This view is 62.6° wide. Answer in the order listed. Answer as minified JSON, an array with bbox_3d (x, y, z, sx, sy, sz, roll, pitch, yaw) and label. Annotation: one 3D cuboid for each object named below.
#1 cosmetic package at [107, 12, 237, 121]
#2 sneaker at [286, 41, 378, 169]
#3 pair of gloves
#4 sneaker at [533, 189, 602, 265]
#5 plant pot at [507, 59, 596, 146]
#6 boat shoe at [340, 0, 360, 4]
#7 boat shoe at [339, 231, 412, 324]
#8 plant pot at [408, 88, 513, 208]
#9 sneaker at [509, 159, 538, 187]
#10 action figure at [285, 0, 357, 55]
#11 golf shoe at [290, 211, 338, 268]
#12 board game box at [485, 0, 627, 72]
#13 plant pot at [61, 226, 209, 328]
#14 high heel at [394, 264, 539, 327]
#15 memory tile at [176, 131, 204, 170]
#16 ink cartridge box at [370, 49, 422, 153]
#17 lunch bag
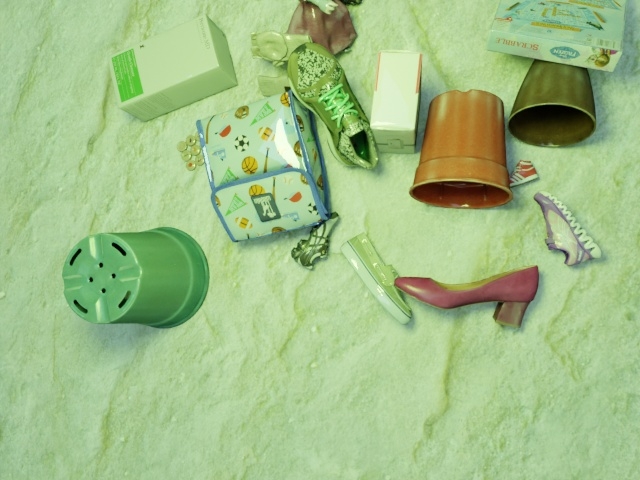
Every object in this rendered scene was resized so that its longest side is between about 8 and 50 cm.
[{"bbox_3d":[-0.479,-0.554,1.713,0.366,0.155,0.196,-19,79,13],"label":"cosmetic package"},{"bbox_3d":[0.062,-0.356,1.442,0.158,0.410,0.182,-39,35,-2],"label":"sneaker"},{"bbox_3d":[-0.112,-0.519,1.586,0.204,0.240,0.042,13,54,15],"label":"pair of gloves"},{"bbox_3d":[0.648,-0.027,1.429,0.104,0.095,0.236,-38,79,17],"label":"sneaker"},{"bbox_3d":[0.631,-0.405,1.413,0.215,0.215,0.230,10,73,15],"label":"plant pot"},{"bbox_3d":[0.100,-0.773,1.609,0.285,0.103,0.092,-19,77,6],"label":"boat shoe"},{"bbox_3d":[0.175,0.106,1.530,0.094,0.109,0.302,-40,76,7],"label":"boat shoe"},{"bbox_3d":[0.388,-0.247,1.431,0.273,0.272,0.265,4,80,14],"label":"plant pot"},{"bbox_3d":[0.547,-0.186,1.486,0.119,0.042,0.067,-19,86,5],"label":"sneaker"},{"bbox_3d":[-0.011,-0.723,1.524,0.276,0.370,0.248,21,52,29],"label":"action figure"},{"bbox_3d":[0.000,0.000,1.606,0.094,0.077,0.198,42,99,-4],"label":"golf shoe"},{"bbox_3d":[0.633,-0.594,1.399,0.319,0.066,0.318,17,57,15],"label":"board game box"},{"bbox_3d":[-0.565,0.113,1.599,0.341,0.334,0.341,-1,86,13],"label":"plant pot"},{"bbox_3d":[0.402,0.108,1.455,0.377,0.127,0.181,14,100,-2],"label":"high heel"},{"bbox_3d":[-0.401,-0.309,1.749,0.148,0.012,0.113,-27,80,11],"label":"memory tile"},{"bbox_3d":[0.215,-0.372,1.460,0.117,0.283,0.207,6,88,11],"label":"ink cartridge box"},{"bbox_3d":[-0.159,-0.208,1.569,0.328,0.239,0.385,-12,88,17],"label":"lunch bag"}]
